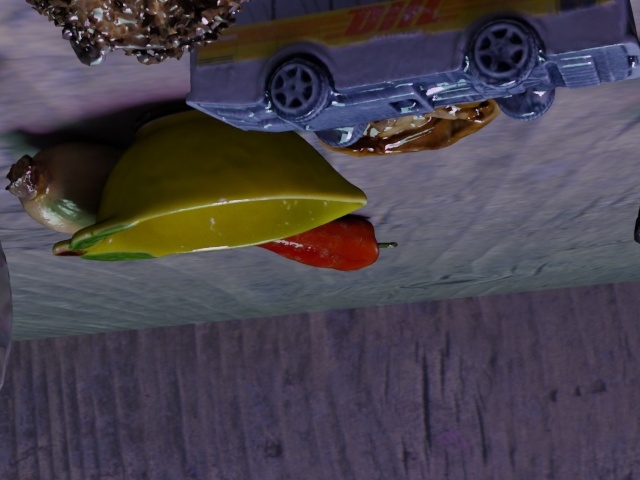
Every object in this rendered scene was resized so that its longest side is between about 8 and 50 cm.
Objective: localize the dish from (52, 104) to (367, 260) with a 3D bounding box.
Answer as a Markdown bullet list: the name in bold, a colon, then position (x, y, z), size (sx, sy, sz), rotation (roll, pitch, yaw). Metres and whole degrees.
- **dish**: position (-0.076, -0.041, 0.626), size (0.207, 0.080, 0.149), rotation (-8, 169, -8)

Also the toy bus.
- **toy bus**: position (0.036, -0.087, 0.409), size (0.190, 0.075, 0.064), rotation (-7, 170, 20)

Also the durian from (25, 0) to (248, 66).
- **durian**: position (-0.059, -0.095, 0.301), size (0.080, 0.080, 0.091), rotation (-5, 169, -4)

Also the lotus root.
- **lotus root**: position (-0.166, -0.037, 0.669), size (0.073, 0.062, 0.150), rotation (-23, 164, 25)

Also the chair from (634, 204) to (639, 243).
- **chair**: position (0.271, -0.049, 0.629), size (0.221, 0.140, 0.145), rotation (5, 179, -20)

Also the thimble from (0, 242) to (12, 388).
- **thimble**: position (-0.299, 0.046, 0.454), size (0.271, 0.271, 0.150), rotation (1, 169, -38)

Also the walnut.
- **walnut**: position (0.046, -0.084, 0.518), size (0.091, 0.052, 0.121), rotation (1, 168, -31)

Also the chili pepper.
- **chili pepper**: position (0.000, 0.000, 1.062), size (0.071, 0.063, 0.272), rotation (-28, 157, 37)
